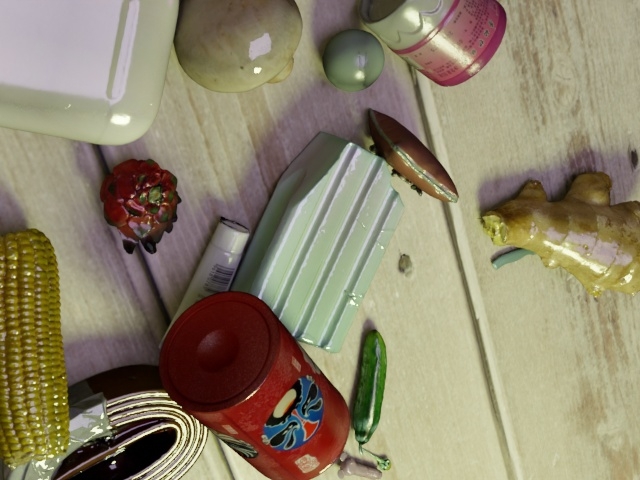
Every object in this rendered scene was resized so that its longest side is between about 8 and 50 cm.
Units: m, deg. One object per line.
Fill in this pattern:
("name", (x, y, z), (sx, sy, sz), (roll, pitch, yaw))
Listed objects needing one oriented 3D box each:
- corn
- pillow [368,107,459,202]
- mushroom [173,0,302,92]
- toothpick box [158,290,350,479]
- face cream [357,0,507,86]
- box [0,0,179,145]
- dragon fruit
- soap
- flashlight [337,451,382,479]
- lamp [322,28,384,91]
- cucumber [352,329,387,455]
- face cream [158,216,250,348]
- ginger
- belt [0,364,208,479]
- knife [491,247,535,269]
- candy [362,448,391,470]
("corn", (-0.438, 0.158, 1.389), (0.131, 0.131, 0.345), (-5, 83, -26))
("pillow", (0.152, -0.139, 1.637), (0.075, 0.179, 0.171), (-46, 119, 10))
("mushroom", (-0.128, -0.317, 1.451), (0.206, 0.209, 0.207), (1, 84, -6))
("toothpick box", (-0.097, 0.247, 1.538), (0.204, 0.204, 0.333), (-46, 144, -9))
("face cream", (0.187, -0.378, 1.583), (0.194, 0.175, 0.175), (30, 90, -32))
("box", (-0.381, -0.293, 1.333), (0.348, 0.141, 0.289), (8, 100, -28))
("dragon fruit", (-0.275, -0.062, 1.471), (0.130, 0.121, 0.142), (-10, 133, -18))
("soap", (0.000, 0.000, 1.630), (0.208, 0.115, 0.347), (23, 94, -30))
("flashlight", (0.075, 0.449, 1.852), (0.110, 0.031, 0.052), (23, 69, -35))
("lamp", (0.055, -0.301, 1.578), (0.105, 0.105, 0.105), (-8, 108, -25))
("cucumber", (0.095, 0.289, 1.803), (0.056, 0.056, 0.250), (3, 102, -28))
("face cream", (-0.188, 0.083, 1.596), (0.092, 0.058, 0.244), (17, 102, -36))
("ginger", (0.507, -0.037, 1.857), (0.375, 0.166, 0.236), (26, 92, -27))
("belt", (-0.355, 0.336, 1.542), (0.338, 0.122, 0.217), (-21, 115, -21))
("knife", (0.432, 0.018, 1.920), (0.210, 0.015, 0.028), (-19, 106, -22))
("candy", (0.107, 0.431, 1.872), (0.083, 0.025, 0.023), (34, 59, -22))
